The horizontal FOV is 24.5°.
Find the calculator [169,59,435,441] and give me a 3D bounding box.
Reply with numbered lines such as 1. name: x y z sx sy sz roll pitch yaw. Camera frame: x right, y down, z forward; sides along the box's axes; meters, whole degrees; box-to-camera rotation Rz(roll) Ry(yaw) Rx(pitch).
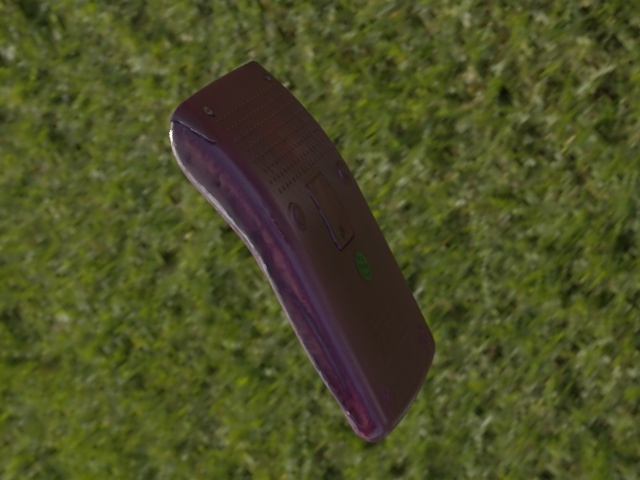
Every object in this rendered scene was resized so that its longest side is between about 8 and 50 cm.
1. calculator: 0.000 0.000 0.736 0.034 0.126 0.190 -29 97 22
